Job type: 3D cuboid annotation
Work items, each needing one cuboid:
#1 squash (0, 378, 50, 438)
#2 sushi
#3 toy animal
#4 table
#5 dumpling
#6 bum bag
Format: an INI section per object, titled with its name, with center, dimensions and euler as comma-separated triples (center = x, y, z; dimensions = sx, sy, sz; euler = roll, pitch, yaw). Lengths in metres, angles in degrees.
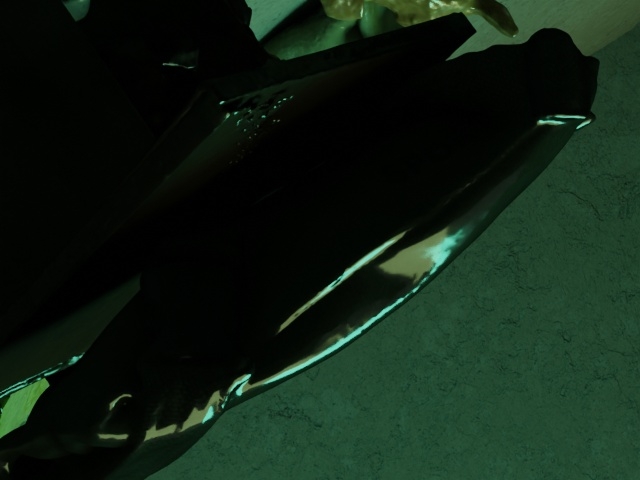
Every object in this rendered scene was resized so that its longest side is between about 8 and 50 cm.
[squash]
center = -0.292, 0.062, 1.130
dimensions = 0.309, 0.210, 0.233
euler = -32, -172, 26
[sushi]
center = -0.132, -0.030, 0.806
dimensions = 0.281, 0.294, 0.299
euler = -34, 175, 38
[toy animal]
center = 0.073, -0.233, 0.912
dimensions = 0.185, 0.184, 0.104
euler = -10, 132, -59
[table]
center = -0.126, -0.097, 0.490
dimensions = 0.282, 0.251, 0.196
euler = -41, 170, 39
[dumpling]
center = -0.009, -0.203, 1.117
dimensions = 0.332, 0.086, 0.166
euler = -35, -153, 9
[bum bag]
center = 0.000, 0.000, 0.430
dimensions = 0.326, 0.080, 0.142
euler = -38, -178, -16
